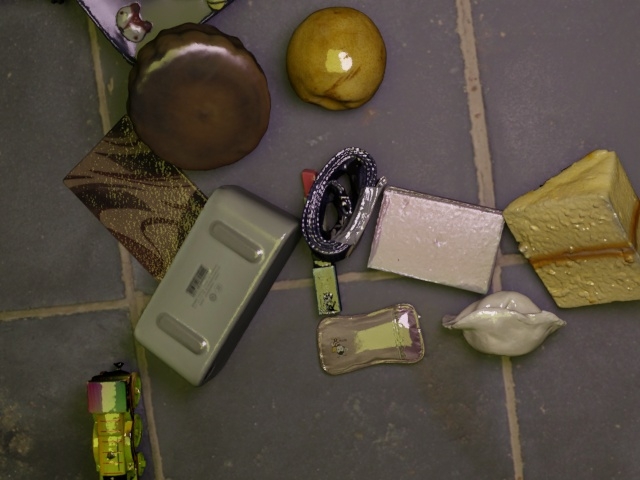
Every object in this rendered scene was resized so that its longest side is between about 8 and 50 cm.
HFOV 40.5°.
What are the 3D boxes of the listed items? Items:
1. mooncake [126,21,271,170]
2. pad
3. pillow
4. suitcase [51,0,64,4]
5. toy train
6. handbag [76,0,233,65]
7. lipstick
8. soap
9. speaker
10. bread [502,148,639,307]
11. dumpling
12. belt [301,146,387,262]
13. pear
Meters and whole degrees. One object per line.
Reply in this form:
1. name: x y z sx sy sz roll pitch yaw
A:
1. mooncake: -0.251 -0.294 1.756 0.290 0.161 0.291 -6 120 -11
2. pad: -0.390 -0.090 1.917 0.220 0.004 0.330 -45 88 9
3. pillow: 0.105 0.212 1.861 0.232 0.038 0.131 -10 91 11
4. suitcase: -0.630 -0.627 1.830 0.193 0.143 0.235 6 97 8
5. toy train: -0.447 0.423 1.899 0.100 0.160 0.297 -2 95 2
6. handbag: -0.343 -0.555 1.762 0.329 0.122 0.303 -35 113 7
7. lipstick: 0.000 0.000 1.849 0.051 0.051 0.312 -7 93 8
8. soap: 0.241 -0.003 1.799 0.259 0.081 0.181 12 96 5
9. speaker: -0.215 0.089 1.825 0.184 0.183 0.406 32 99 8
10. bread: 0.521 -0.020 1.730 0.236 0.198 0.263 -18 115 37
11. dumpling: 0.369 0.169 1.758 0.250 0.162 0.132 0 81 18
12. belt: 0.046 -0.069 1.776 0.139 0.126 0.231 21 81 7
13. pear: 0.032 -0.368 1.736 0.208 0.209 0.209 1 96 8
